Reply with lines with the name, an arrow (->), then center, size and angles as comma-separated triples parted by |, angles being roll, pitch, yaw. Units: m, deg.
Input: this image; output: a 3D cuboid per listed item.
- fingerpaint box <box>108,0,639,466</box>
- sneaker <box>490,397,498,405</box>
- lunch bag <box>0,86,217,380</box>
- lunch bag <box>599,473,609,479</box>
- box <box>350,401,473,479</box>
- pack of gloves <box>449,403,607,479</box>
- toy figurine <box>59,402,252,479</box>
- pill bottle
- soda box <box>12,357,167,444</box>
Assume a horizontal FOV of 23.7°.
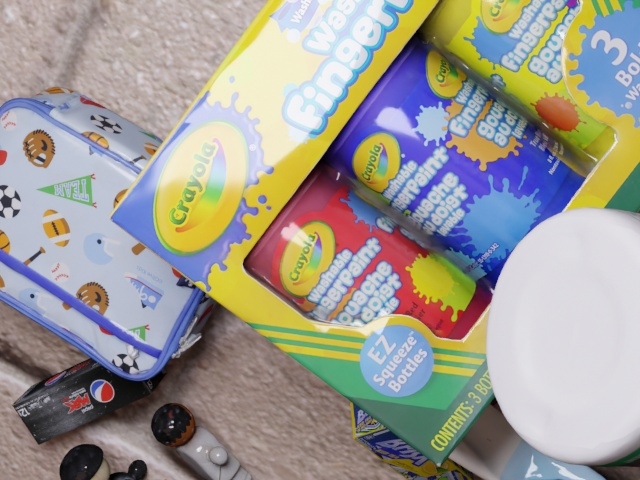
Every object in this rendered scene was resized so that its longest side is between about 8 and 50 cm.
fingerpaint box -> 0.092, -0.090, 1.377 | 0.371, 0.163, 0.445 | 38, 95, -1
sneaker -> 0.098, 0.144, 1.599 | 0.185, 0.084, 0.069 | 19, 116, 8
lunch bag -> -0.234, 0.001, 1.602 | 0.303, 0.115, 0.243 | 33, 110, 8
lunch bag -> 0.297, 0.434, 1.581 | 0.385, 0.239, 0.328 | 15, 118, 6
box -> 0.097, 0.207, 1.594 | 0.059, 0.054, 0.169 | -22, 142, 23
pack of gloves -> 0.240, 0.179, 1.517 | 0.232, 0.195, 0.046 | 34, 147, 1
toy figurine -> -0.194, 0.294, 1.671 | 0.209, 0.213, 0.148 | -32, 114, 25
pill bottle -> 0.333, 0.090, 1.277 | 0.361, 0.204, 0.204 | 7, 124, -36
soda box -> -0.261, 0.169, 1.725 | 0.169, 0.053, 0.060 | -25, 104, 23
